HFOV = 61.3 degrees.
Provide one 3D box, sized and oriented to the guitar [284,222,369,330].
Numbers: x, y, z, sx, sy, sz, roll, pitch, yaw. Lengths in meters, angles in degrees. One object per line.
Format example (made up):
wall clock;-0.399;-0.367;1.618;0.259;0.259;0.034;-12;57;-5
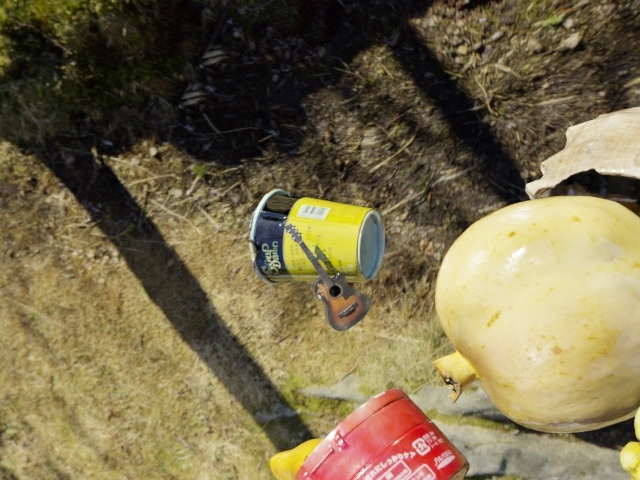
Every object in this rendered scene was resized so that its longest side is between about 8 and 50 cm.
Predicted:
guitar;0.004;0.066;1.028;0.088;0.025;0.233;-36;97;-10

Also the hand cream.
hand cream;0.086;0.336;0.756;0.149;0.230;0.230;43;115;33

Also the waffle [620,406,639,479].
waffle;0.325;0.184;0.338;0.282;0.058;0.300;-24;104;8

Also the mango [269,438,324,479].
mango;0.018;0.484;1.133;0.177;0.120;0.295;36;154;-29

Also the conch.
conch;0.440;-0.102;0.778;0.263;0.324;0.186;-2;78;-22

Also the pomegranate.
pomegranate;0.289;0.101;0.690;0.319;0.319;0.319;4;105;16

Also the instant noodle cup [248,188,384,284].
instant noodle cup;0.000;0.000;1.131;0.236;0.215;0.215;4;106;27
